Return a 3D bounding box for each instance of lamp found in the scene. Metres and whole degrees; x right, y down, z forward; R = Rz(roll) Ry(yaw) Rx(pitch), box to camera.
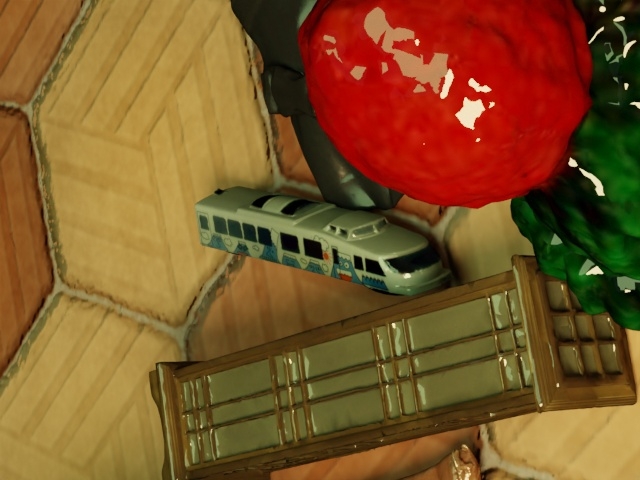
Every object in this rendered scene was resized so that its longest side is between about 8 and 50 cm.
[{"bbox_3d":[0.032,0.087,1.068,0.325,0.089,0.090,-18,76,44],"label":"lamp"}]

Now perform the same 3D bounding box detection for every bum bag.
[{"bbox_3d":[-0.001,-0.136,1.131,0.123,0.060,0.248,-38,63,36],"label":"bum bag"}]

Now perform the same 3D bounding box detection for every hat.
[{"bbox_3d":[0.142,-0.090,0.795,0.242,0.332,0.274,-27,71,43],"label":"hat"}]

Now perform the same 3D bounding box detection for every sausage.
[{"bbox_3d":[0.042,0.164,1.088,0.158,0.042,0.036,-29,29,42],"label":"sausage"}]

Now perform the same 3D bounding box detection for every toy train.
[{"bbox_3d":[0.000,0.000,1.123,0.207,0.043,0.047,15,120,47],"label":"toy train"}]
